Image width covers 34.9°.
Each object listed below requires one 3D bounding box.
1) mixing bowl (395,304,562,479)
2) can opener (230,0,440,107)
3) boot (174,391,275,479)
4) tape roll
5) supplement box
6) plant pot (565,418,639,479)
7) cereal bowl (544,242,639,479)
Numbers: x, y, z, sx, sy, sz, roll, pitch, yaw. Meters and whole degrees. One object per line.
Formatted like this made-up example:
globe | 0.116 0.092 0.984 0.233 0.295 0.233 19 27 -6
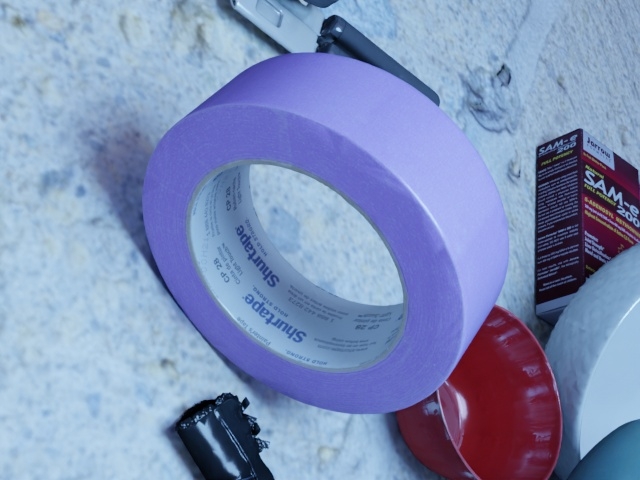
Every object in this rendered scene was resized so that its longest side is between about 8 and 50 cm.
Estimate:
mixing bowl | 0.137 0.158 0.973 0.181 0.098 0.181 18 61 -37
can opener | 0.030 -0.197 1.023 0.283 0.095 0.076 32 54 -30
boot | -0.083 0.180 0.791 0.121 0.045 0.099 -33 98 -53
tape roll | 0.000 0.000 0.781 0.275 0.275 0.090 54 44 -13
supplement box | 0.330 -0.002 1.244 0.130 0.073 0.239 27 55 -33
plant pot | 0.327 0.300 0.902 0.293 0.293 0.235 39 57 -26
cereal bowl | 0.367 0.142 1.113 0.339 0.141 0.339 -9 111 -25
